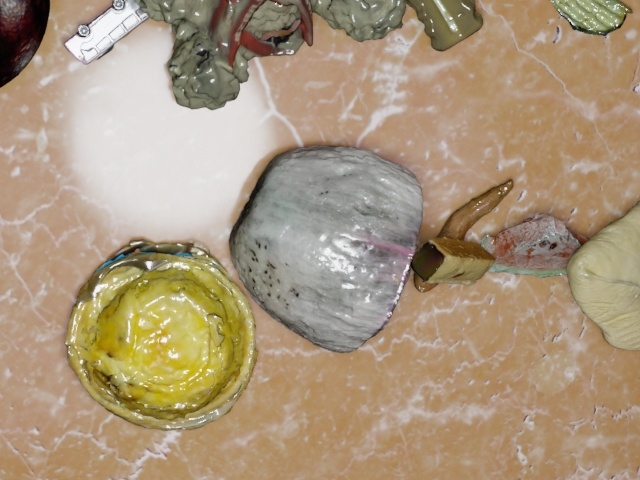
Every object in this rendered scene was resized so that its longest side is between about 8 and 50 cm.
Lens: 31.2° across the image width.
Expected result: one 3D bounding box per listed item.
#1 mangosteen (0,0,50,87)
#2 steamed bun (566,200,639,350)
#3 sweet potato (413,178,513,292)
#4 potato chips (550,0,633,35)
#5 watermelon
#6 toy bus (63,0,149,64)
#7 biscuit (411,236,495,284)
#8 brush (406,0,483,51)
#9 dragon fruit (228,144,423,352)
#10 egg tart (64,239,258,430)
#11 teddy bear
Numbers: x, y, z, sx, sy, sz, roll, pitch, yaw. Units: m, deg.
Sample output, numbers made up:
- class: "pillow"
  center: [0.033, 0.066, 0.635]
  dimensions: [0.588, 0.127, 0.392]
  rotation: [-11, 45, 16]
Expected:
- class: "mangosteen"
  center: [-0.471, -0.328, 1.436]
  dimensions: [0.297, 0.313, 0.296]
  rotation: [9, 132, 10]
- class: "steamed bun"
  center: [0.475, 0.064, 1.684]
  dimensions: [0.231, 0.110, 0.212]
  rotation: [-36, 125, -26]
- class: "sweet potato"
  center: [0.205, -0.012, 1.689]
  dimensions: [0.050, 0.050, 0.214]
  rotation: [39, 86, -12]
- class: "potato chips"
  center: [0.365, -0.380, 1.671]
  dimensions: [0.092, 0.028, 0.207]
  rotation: [-46, 104, -2]
- class: "watermelon"
  center: [0.331, -0.004, 1.676]
  dimensions: [0.187, 0.139, 0.071]
  rotation: [1, 66, -9]
- class: "toy bus"
  center: [-0.290, -0.294, 1.577]
  dimensions: [0.131, 0.037, 0.052]
  rotation: [-38, 106, -3]
- class: "biscuit"
  center: [0.185, 0.032, 1.600]
  dimensions: [0.052, 0.188, 0.056]
  rotation: [42, 108, 25]
- class: "brush"
  center: [0.119, -0.408, 1.614]
  dimensions: [0.084, 0.071, 0.301]
  rotation: [-34, 96, 0]
- class: "dragon fruit"
  center: [0.000, 0.000, 1.579]
  dimensions: [0.221, 0.204, 0.282]
  rotation: [22, 93, -11]
- class: "egg tart"
  center: [-0.216, 0.138, 1.613]
  dimensions: [0.291, 0.107, 0.290]
  rotation: [-1, 99, -9]
- class: "teddy bear"
  center: [-0.072, -0.383, 1.447]
  dimensions: [0.357, 0.367, 0.224]
  rotation: [-24, 59, -14]
